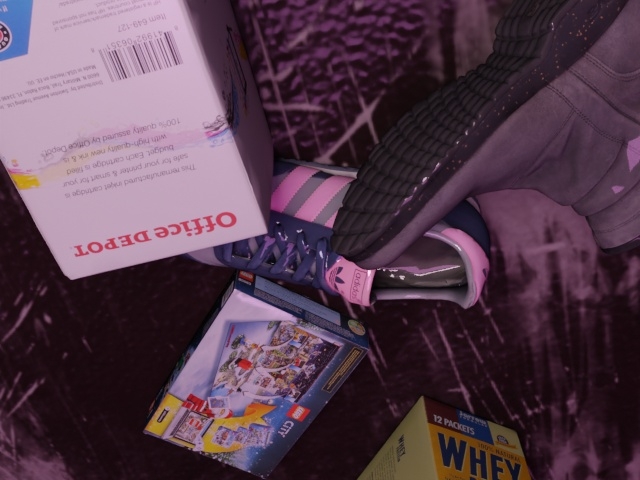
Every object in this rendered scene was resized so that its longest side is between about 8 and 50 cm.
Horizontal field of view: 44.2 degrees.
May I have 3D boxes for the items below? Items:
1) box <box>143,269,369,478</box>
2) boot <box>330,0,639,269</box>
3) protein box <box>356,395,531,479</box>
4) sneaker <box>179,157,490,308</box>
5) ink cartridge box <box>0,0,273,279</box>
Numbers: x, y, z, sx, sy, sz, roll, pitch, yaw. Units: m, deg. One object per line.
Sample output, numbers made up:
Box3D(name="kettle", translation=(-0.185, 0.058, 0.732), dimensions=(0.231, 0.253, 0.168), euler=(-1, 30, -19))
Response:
Box3D(name="box", translation=(-0.074, 0.153, 0.869), dimensions=(0.159, 0.044, 0.233), euler=(26, 119, -17))
Box3D(name="boot", translation=(0.188, -0.054, 0.650), dimensions=(0.338, 0.118, 0.222), euler=(-45, 114, 5))
Box3D(name="protein box", translation=(0.135, 0.330, 0.895), dimensions=(0.136, 0.200, 0.201), euler=(22, 120, -15))
Box3D(name="sneaker", translation=(0.000, 0.000, 0.718), dimensions=(0.318, 0.131, 0.112), euler=(0, 125, -1))
Box3D(name="ink cartridge box", translation=(-0.149, -0.121, 0.614), dimensions=(0.171, 0.168, 0.233), euler=(-12, 123, 7))
